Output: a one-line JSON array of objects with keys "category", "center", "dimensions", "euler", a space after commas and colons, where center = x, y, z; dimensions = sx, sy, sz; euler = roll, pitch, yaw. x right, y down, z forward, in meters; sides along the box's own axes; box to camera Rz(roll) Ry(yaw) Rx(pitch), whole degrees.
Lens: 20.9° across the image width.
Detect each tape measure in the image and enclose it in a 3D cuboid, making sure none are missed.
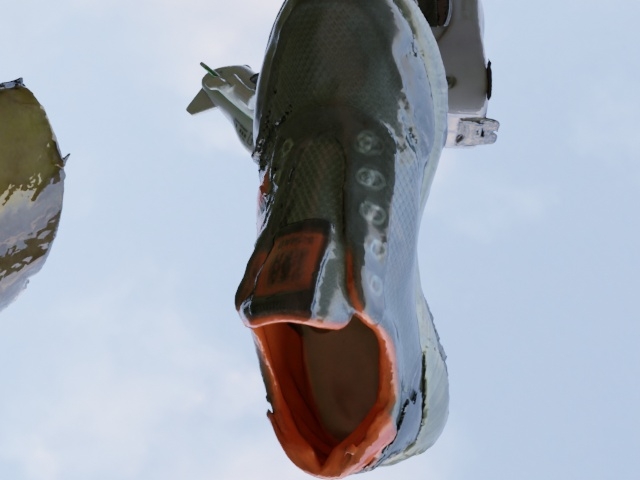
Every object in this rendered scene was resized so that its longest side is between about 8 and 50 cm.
[{"category": "tape measure", "center": [0.074, -0.208, 1.737], "dimensions": [0.197, 0.120, 0.236], "euler": [0, -116, -2]}]

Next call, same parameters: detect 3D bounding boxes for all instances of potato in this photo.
[{"category": "potato", "center": [-0.283, 0.001, 1.308], "dimensions": [0.098, 0.138, 0.243], "euler": [51, -43, 22]}]

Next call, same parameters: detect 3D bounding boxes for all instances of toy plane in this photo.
[{"category": "toy plane", "center": [-0.068, -0.134, 1.850], "dimensions": [0.080, 0.174, 0.174], "euler": [-53, -136, -2]}]

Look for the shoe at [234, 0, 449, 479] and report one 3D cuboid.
[{"category": "shoe", "center": [0.000, 0.000, 1.087], "dimensions": [0.132, 0.171, 0.336], "euler": [0, -78, 20]}]
